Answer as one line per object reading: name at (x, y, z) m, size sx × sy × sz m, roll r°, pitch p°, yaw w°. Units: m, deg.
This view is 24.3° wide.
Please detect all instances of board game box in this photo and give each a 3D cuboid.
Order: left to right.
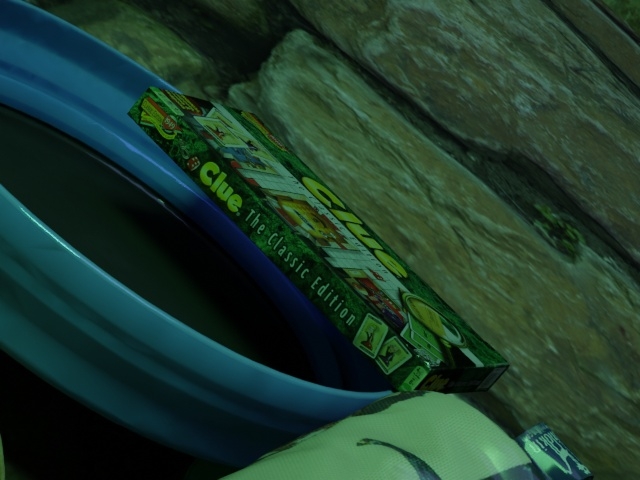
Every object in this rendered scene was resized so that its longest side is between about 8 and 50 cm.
board game box at (0.000, 0.000, 0.942) m, size 0.259 × 0.030 × 0.136 m, roll 45°, pitch 14°, yaw 21°

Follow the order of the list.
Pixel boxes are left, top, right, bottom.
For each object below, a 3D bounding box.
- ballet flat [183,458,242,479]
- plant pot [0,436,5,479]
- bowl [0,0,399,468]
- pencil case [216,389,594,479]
ballet flat at (-0.032, 0.211, 0.808) m, size 0.068 × 0.072 × 0.213 m, roll 55°, pitch 13°, yaw -47°
plant pot at (-0.237, 0.059, 0.650) m, size 0.236 × 0.032 × 0.236 m, roll 46°, pitch 18°, yaw -20°
bowl at (-0.115, -0.012, 0.908) m, size 0.391 × 0.077 × 0.391 m, roll 36°, pitch 16°, yaw -12°
pencil case at (-0.042, 0.198, 0.614) m, size 0.183 × 0.160 × 0.410 m, roll 21°, pitch 28°, yaw 35°
